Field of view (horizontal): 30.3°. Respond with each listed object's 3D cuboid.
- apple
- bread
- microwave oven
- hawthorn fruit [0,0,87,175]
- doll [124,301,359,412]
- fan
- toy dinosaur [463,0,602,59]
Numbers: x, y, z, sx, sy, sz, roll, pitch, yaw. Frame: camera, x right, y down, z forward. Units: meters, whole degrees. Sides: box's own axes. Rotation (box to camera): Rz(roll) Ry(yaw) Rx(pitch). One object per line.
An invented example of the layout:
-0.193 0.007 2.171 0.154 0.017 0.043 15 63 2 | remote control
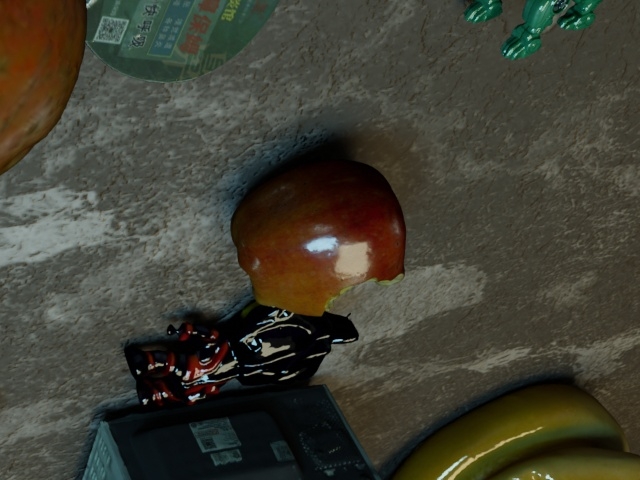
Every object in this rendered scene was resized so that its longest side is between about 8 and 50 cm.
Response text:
-0.004 -0.005 1.132 0.158 0.156 0.147 -11 124 -8 | apple
0.279 0.409 1.734 0.424 0.245 0.329 -33 144 -3 | bread
-0.118 0.302 1.384 0.295 0.181 0.237 -5 135 -31 | microwave oven
-0.262 -0.133 0.717 0.277 0.277 0.298 -38 161 9 | hawthorn fruit
-0.083 0.116 1.282 0.248 0.088 0.127 -16 163 -5 | doll
-0.140 -0.201 0.923 0.294 0.012 0.223 -20 143 -15 | fan
0.229 -0.258 1.058 0.259 0.094 0.153 -19 147 -30 | toy dinosaur
